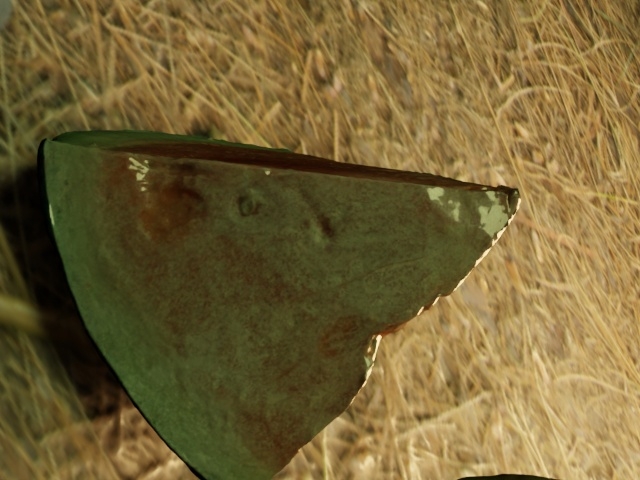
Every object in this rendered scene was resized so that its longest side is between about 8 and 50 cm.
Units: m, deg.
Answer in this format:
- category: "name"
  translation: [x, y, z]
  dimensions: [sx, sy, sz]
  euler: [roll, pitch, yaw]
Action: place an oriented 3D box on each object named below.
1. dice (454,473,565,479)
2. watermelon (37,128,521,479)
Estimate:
- category: "dice"
  translation: [0.051, 0.243, 0.678]
  dimensions: [0.227, 0.233, 0.238]
  euler: [55, 27, -19]
- category: "watermelon"
  translation: [-0.015, 0.015, 0.883]
  dimensions: [0.207, 0.202, 0.136]
  euler: [-43, 144, -62]
